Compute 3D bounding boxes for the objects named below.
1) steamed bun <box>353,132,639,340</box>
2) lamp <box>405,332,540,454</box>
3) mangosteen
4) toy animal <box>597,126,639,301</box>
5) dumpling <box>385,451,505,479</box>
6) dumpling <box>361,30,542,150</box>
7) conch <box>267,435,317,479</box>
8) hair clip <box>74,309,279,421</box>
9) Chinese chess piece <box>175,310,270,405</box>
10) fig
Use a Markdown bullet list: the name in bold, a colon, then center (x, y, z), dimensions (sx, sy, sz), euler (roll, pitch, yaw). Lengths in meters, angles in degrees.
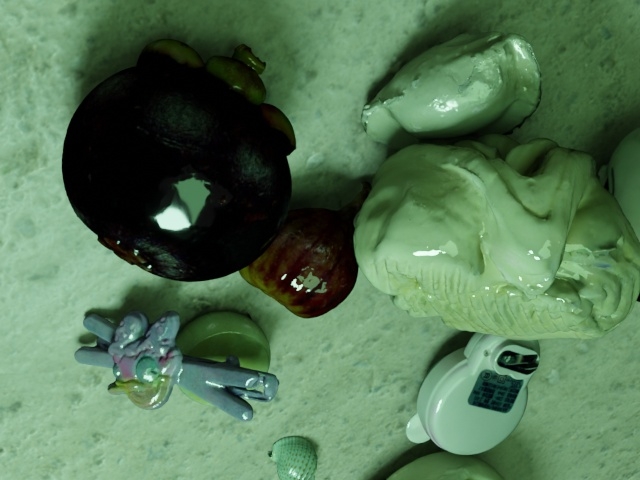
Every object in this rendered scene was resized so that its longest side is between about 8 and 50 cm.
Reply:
- **steamed bun**: center (0.231, -0.021, 1.363), dimensions (0.339, 0.352, 0.247), euler (39, 60, -54)
- **lamp**: center (0.243, 0.224, 1.645), dimensions (0.180, 0.108, 0.246), euler (17, 111, -33)
- **mangosteen**: center (-0.149, -0.106, 1.237), dimensions (0.275, 0.275, 0.302), euler (43, 66, -34)
- **toy animal**: center (0.492, -0.041, 1.529), dimensions (0.213, 0.212, 0.266), euler (-32, 121, 0)
- **dumpling**: center (0.187, 0.489, 1.763), dimensions (0.316, 0.233, 0.395), euler (-14, 146, 27)
- **dumpling**: center (0.177, -0.179, 1.365), dimensions (0.247, 0.142, 0.172), euler (-20, 131, 29)
- **conch**: center (-0.037, 0.351, 1.652), dimensions (0.085, 0.057, 0.076), euler (37, 89, -34)
- **hair clip**: center (-0.190, 0.163, 1.400), dimensions (0.279, 0.090, 0.137), euler (15, 100, -2)
- **Chinese chess piece**: center (-0.142, 0.168, 1.500), dimensions (0.144, 0.058, 0.144), euler (-8, 122, -13)
- **fig**: center (-0.007, 0.023, 1.403), dimensions (0.202, 0.148, 0.149), euler (-21, 91, 7)
